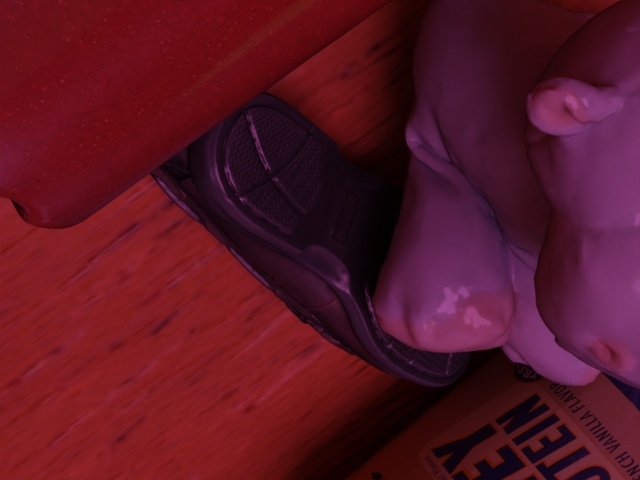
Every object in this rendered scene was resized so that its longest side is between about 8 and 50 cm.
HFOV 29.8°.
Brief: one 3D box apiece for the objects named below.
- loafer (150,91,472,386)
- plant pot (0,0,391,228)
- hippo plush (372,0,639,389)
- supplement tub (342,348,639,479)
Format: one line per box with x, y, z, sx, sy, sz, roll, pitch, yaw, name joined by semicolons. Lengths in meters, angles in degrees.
0.000;0.000;0.716;0.267;0.084;0.096;44;63;-40;loafer
-0.070;-0.161;0.478;0.265;0.272;0.272;-40;127;10;plant pot
0.162;-0.050;0.597;0.234;0.236;0.294;-8;100;-20;hippo plush
0.133;0.208;0.790;0.316;0.228;0.228;-40;127;0;supplement tub
